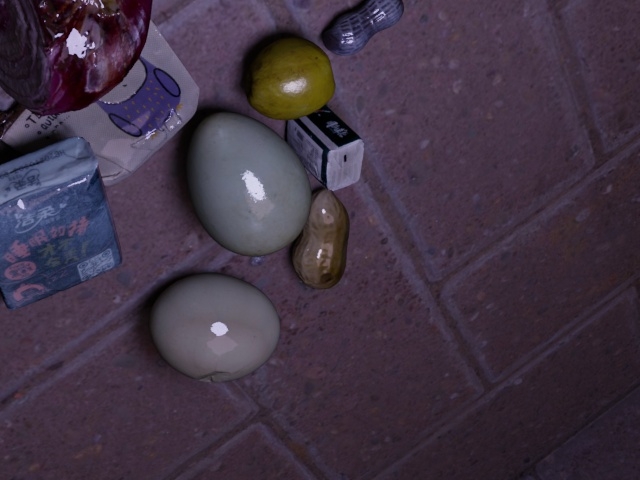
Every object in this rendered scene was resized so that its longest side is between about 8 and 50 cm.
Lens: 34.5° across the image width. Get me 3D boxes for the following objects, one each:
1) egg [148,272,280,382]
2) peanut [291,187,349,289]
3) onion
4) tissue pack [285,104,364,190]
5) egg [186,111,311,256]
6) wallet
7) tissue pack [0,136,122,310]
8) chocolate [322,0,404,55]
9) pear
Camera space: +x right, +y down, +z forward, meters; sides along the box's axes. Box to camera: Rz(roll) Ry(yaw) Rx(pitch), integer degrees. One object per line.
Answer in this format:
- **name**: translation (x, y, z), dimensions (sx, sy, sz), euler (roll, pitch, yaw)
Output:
- **egg**: translation (-0.210, 0.174, 2.049), dimensions (0.269, 0.219, 0.219), euler (16, 115, -21)
- **peanut**: translation (0.000, 0.000, 2.124), dimensions (0.120, 0.110, 0.236), euler (-5, 126, -13)
- **onion**: translation (-0.373, -0.364, 1.491), dimensions (0.260, 0.282, 0.336), euler (-32, 103, -40)
- **tissue pack**: translation (0.006, -0.181, 1.941), dimensions (0.090, 0.170, 0.103), euler (-16, 132, -23)
- **egg**: translation (-0.137, -0.107, 1.881), dimensions (0.218, 0.218, 0.295), euler (-31, 121, -8)
- **wallet**: translation (-0.367, -0.225, 1.742), dimensions (0.335, 0.068, 0.275), euler (-44, 135, 7)
- **tissue pack**: translation (-0.469, -0.021, 1.759), dimensions (0.228, 0.103, 0.315), euler (-24, 152, -16)
- **chocolate**: translation (0.080, -0.398, 1.890), dimensions (0.167, 0.072, 0.072), euler (-36, 135, -6)
- **pear**: translation (-0.057, -0.289, 1.837), dimensions (0.162, 0.149, 0.149), euler (-16, 131, -18)
